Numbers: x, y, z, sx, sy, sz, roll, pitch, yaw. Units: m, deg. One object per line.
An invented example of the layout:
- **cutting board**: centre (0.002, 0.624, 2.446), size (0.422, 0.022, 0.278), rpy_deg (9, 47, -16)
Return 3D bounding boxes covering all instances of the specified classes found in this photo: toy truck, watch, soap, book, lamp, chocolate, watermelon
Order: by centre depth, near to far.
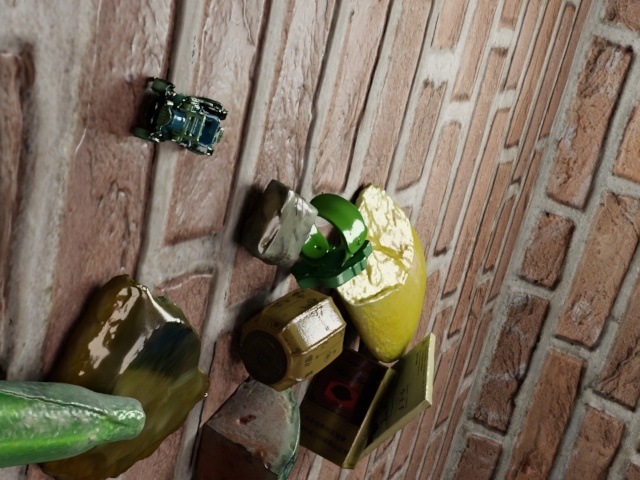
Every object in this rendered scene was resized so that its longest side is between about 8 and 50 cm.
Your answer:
- **chocolate**: centre (-0.326, 0.210, 0.950), size (0.291, 0.110, 0.110), rpy_deg (14, 98, -54)
- **toy truck**: centre (-0.164, -0.152, 1.063), size (0.154, 0.078, 0.080), rpy_deg (8, 104, -65)
- **lamp**: centre (-0.050, 0.175, 1.470), size (0.185, 0.161, 0.161), rpy_deg (-27, 134, -55)
- **watch**: centre (0.000, 0.000, 1.474), size (0.131, 0.165, 0.152), rpy_deg (-44, 122, -39)
- **watermelon**: centre (-0.138, 0.395, 1.496), size (0.256, 0.176, 0.260), rpy_deg (-111, -150, -67)
- **soap**: centre (0.147, 0.091, 1.776), size (0.427, 0.115, 0.306), rpy_deg (55, 42, -55)
- **book**: centre (0.162, 0.352, 1.824), size (0.289, 0.026, 0.201), rpy_deg (-50, -163, 37)

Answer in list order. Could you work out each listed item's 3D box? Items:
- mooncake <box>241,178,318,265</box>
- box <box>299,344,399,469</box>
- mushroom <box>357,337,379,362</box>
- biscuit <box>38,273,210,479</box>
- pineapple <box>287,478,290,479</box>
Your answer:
- **mooncake**: centre (-0.075, -0.025, 1.347), size (0.130, 0.073, 0.125), rpy_deg (-66, 152, -7)
- **box**: centre (0.048, 0.362, 1.809), size (0.240, 0.159, 0.071), rpy_deg (-63, 153, -7)
- **mushroom**: centre (0.115, 0.271, 1.907), size (0.084, 0.071, 0.209), rpy_deg (-32, -145, 50)
- **biscuit**: centre (-0.253, 0.201, 1.178), size (0.335, 0.078, 0.329), rpy_deg (1, 113, -61)
- **pineapple**: centre (-0.109, 0.536, 1.645), size (0.166, 0.166, 0.193), rpy_deg (16, 96, -65)
